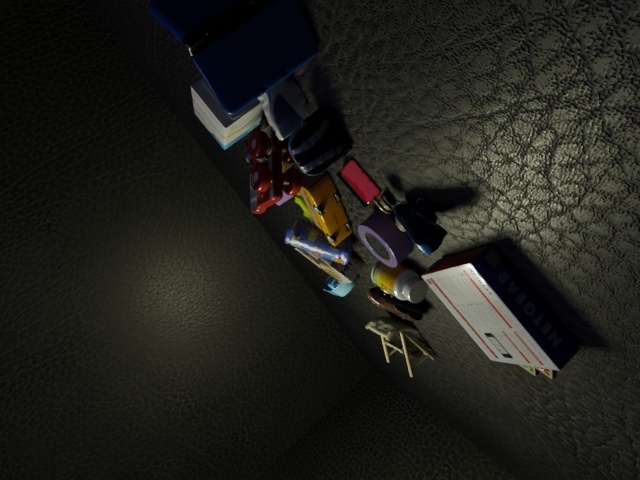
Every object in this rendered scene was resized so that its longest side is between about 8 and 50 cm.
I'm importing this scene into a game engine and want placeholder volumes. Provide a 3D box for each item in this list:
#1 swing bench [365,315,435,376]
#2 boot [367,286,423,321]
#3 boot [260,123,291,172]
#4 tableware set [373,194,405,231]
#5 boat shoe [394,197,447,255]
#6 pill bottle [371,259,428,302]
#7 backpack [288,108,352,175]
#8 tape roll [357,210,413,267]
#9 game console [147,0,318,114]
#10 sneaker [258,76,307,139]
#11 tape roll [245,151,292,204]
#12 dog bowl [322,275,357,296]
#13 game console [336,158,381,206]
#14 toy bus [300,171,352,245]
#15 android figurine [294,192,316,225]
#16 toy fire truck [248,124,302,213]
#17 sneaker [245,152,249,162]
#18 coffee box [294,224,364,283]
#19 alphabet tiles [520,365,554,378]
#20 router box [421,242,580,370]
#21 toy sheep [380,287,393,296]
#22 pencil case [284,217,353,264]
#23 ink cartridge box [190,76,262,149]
[{"bbox_3d":[0.393,0.502,2.193,0.255,0.165,0.253,58,166,-13],"label":"swing bench"},{"bbox_3d":[0.309,0.259,1.822,0.248,0.090,0.207,25,176,12],"label":"boot"},{"bbox_3d":[-0.182,-0.377,1.810,0.152,0.073,0.197,44,154,17],"label":"boot"},{"bbox_3d":[0.218,-0.078,1.316,0.169,0.020,0.141,47,-165,1],"label":"tableware set"},{"bbox_3d":[0.274,-0.044,1.170,0.109,0.089,0.258,41,-165,-28],"label":"boat shoe"},{"bbox_3d":[0.291,0.149,1.612,0.208,0.117,0.118,31,157,54],"label":"pill bottle"},{"bbox_3d":[-0.018,-0.282,1.294,0.158,0.173,0.117,56,166,-29],"label":"backpack"},{"bbox_3d":[0.220,-0.004,1.502,0.189,0.080,0.189,46,167,14],"label":"tape roll"},{"bbox_3d":[-0.192,-0.490,1.018,0.250,0.293,0.173,45,166,20],"label":"game console"},{"bbox_3d":[-0.163,-0.482,1.368,0.316,0.127,0.182,63,166,-24],"label":"sneaker"},{"bbox_3d":[-0.227,-0.295,1.983,0.275,0.090,0.275,57,-179,-1],"label":"tape roll"},{"bbox_3d":[0.108,0.222,2.357,0.074,0.166,0.297,39,168,-10],"label":"dog bowl"},{"bbox_3d":[0.130,-0.189,1.425,0.144,0.085,0.124,50,-162,1],"label":"game console"},{"bbox_3d":[0.020,-0.128,1.749,0.130,0.108,0.333,39,163,40],"label":"toy bus"},{"bbox_3d":[-0.026,-0.136,1.999,0.248,0.056,0.273,56,166,-26],"label":"android figurine"},{"bbox_3d":[-0.208,-0.271,1.667,0.254,0.169,0.302,-18,74,54],"label":"toy fire truck"},{"bbox_3d":[-0.302,-0.351,2.196,0.271,0.108,0.100,43,168,31],"label":"sneaker"},{"bbox_3d":[0.039,0.070,2.079,0.297,0.119,0.168,38,165,-9],"label":"coffee box"},{"bbox_3d":[0.554,0.280,1.350,0.342,0.011,0.285,36,162,46],"label":"alphabet tiles"},{"bbox_3d":[0.463,0.184,1.186,0.335,0.082,0.301,51,165,1],"label":"router box"},{"bbox_3d":[0.285,0.179,1.788,0.091,0.091,0.132,42,171,30],"label":"toy sheep"},{"bbox_3d":[0.000,0.000,1.917,0.306,0.133,0.119,20,173,-1],"label":"pencil case"},{"bbox_3d":[-0.357,-0.518,1.696,0.198,0.197,0.270,51,167,-4],"label":"ink cartridge box"}]
